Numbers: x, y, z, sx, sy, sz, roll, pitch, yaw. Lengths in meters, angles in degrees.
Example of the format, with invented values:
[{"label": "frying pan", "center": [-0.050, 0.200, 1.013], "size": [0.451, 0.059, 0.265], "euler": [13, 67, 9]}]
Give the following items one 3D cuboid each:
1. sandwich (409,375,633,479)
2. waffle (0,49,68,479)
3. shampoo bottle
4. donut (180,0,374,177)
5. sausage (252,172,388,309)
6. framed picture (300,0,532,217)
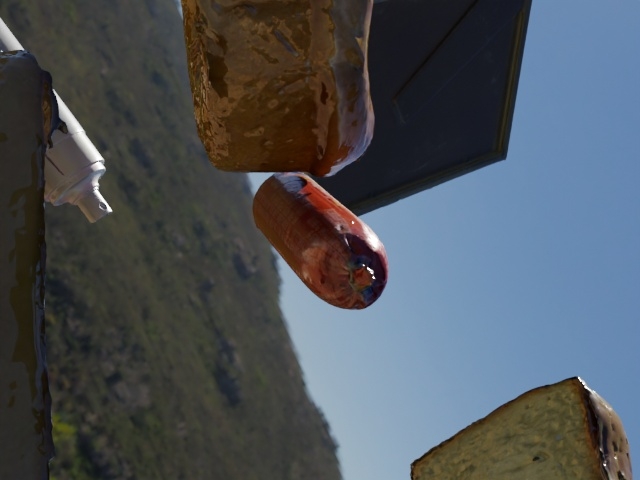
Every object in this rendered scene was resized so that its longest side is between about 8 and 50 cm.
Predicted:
[{"label": "sandwich", "center": [0.225, 0.311, 1.229], "size": [0.099, 0.271, 0.301], "euler": [47, 24, -27]}, {"label": "waffle", "center": [-0.314, 0.041, 0.800], "size": [0.077, 0.304, 0.348], "euler": [-10, 102, -59]}, {"label": "shampoo bottle", "center": [-0.353, -0.148, 1.359], "size": [0.303, 0.092, 0.092], "euler": [54, -6, 1]}, {"label": "donut", "center": [-0.044, -0.205, 0.987], "size": [0.317, 0.150, 0.299], "euler": [-120, -154, -73]}, {"label": "sausage", "center": [0.000, 0.000, 0.941], "size": [0.074, 0.074, 0.274], "euler": [66, -6, -18]}, {"label": "framed picture", "center": [0.139, -0.210, 1.567], "size": [0.028, 0.446, 0.326], "euler": [29, -54, 37]}]
